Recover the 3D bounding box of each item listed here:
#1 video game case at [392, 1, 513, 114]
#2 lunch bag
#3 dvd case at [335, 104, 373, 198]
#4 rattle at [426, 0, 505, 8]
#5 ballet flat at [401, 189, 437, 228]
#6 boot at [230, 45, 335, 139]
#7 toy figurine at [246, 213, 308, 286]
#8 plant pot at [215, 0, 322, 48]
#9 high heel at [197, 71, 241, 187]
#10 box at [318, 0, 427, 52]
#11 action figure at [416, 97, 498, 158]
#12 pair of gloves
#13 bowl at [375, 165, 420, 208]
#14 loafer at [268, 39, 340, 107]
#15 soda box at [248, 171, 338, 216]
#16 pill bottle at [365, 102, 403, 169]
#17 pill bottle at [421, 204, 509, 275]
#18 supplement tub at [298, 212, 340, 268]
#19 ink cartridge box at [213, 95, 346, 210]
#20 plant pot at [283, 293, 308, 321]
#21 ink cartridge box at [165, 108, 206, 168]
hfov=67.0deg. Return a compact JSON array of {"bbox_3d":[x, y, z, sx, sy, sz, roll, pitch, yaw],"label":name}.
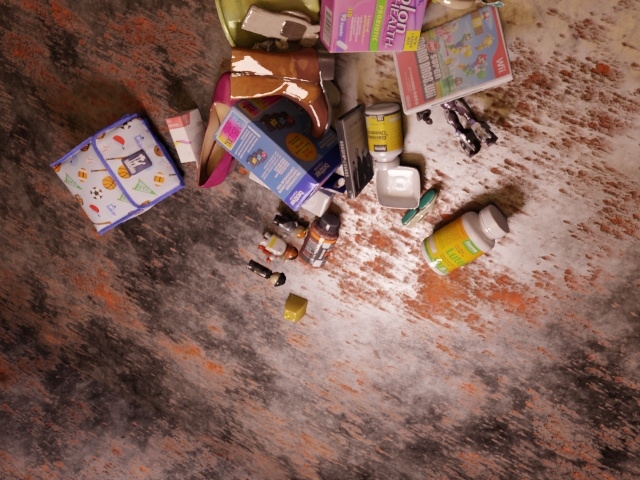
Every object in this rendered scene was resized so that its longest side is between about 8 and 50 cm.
[{"bbox_3d":[0.339,-0.473,1.276,0.285,0.025,0.203,-13,82,28],"label":"video game case"},{"bbox_3d":[-0.743,-0.253,1.817,0.386,0.239,0.327,-25,106,16],"label":"lunch bag"},{"bbox_3d":[0.107,-0.270,1.459,0.030,0.179,0.238,2,118,27],"label":"dvd case"},{"bbox_3d":[0.355,-0.596,1.235,0.200,0.130,0.142,8,137,-12],"label":"rattle"},{"bbox_3d":[0.327,-0.099,1.549,0.052,0.057,0.168,23,134,-24],"label":"ballet flat"},{"bbox_3d":[-0.108,-0.398,1.336,0.281,0.096,0.264,-5,136,-10],"label":"boot"},{"bbox_3d":[-0.147,0.035,1.729,0.148,0.213,0.209,30,123,-6],"label":"toy figurine"},{"bbox_3d":[-0.118,-0.666,1.305,0.254,0.276,0.275,-3,117,12],"label":"plant pot"},{"bbox_3d":[-0.336,-0.356,1.602,0.127,0.181,0.377,16,123,15],"label":"high heel"},{"bbox_3d":[0.131,-0.597,1.208,0.243,0.117,0.213,-7,133,-14],"label":"box"},{"bbox_3d":[0.370,-0.368,1.341,0.285,0.099,0.185,50,135,-4],"label":"action figure"},{"bbox_3d":[-0.124,-0.523,1.300,0.204,0.042,0.240,2,153,-22],"label":"pair of gloves"},{"bbox_3d":[0.249,-0.175,1.530,0.142,0.053,0.142,5,121,21],"label":"bowl"},{"bbox_3d":[-0.054,-0.496,1.452,0.268,0.092,0.102,40,124,-4],"label":"loafer"},{"bbox_3d":[-0.091,-0.198,1.638,0.286,0.098,0.091,29,126,5],"label":"soda box"},{"bbox_3d":[0.193,-0.310,1.446,0.103,0.103,0.184,2,118,23],"label":"pill bottle"},{"bbox_3d":[0.445,-0.004,1.489,0.246,0.136,0.136,-36,99,35],"label":"pill bottle"},{"bbox_3d":[0.000,0.000,1.706,0.106,0.106,0.197,30,126,5],"label":"supplement tub"},{"bbox_3d":[-0.081,-0.275,1.482,0.395,0.270,0.151,43,132,-4],"label":"ink cartridge box"},{"bbox_3d":[-0.107,0.276,1.925,0.082,0.083,0.081,20,124,13],"label":"plant pot"},{"bbox_3d":[-0.453,-0.349,1.697,0.067,0.115,0.198,-3,116,24],"label":"ink cartridge box"}]
